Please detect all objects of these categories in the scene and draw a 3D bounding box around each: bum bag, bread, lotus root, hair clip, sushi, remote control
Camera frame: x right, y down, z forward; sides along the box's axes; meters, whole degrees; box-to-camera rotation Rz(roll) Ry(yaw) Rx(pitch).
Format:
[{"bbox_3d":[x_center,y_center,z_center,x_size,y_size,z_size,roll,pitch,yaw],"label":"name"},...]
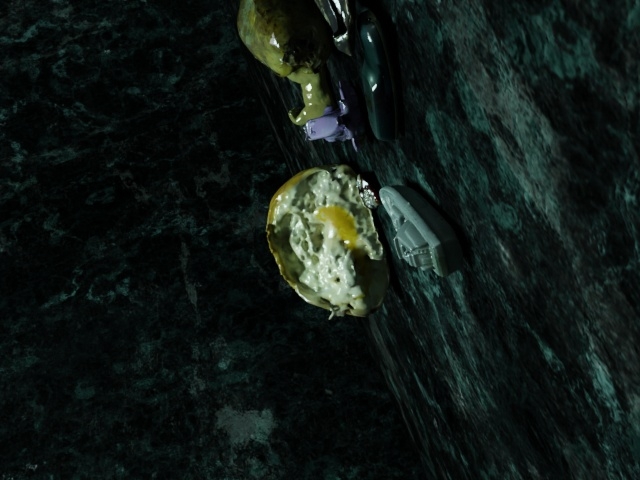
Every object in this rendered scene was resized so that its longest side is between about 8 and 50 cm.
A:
[{"bbox_3d":[0.020,-0.373,1.052,0.248,0.069,0.102,-107,25,-46],"label":"bum bag"},{"bbox_3d":[0.000,0.000,1.775,0.394,0.250,0.361,-137,27,-81],"label":"bread"},{"bbox_3d":[-0.070,-0.418,1.390,0.275,0.151,0.160,50,160,49],"label":"lotus root"},{"bbox_3d":[0.040,-0.237,1.384,0.278,0.090,0.137,-162,64,-74],"label":"hair clip"},{"bbox_3d":[0.107,-0.108,1.467,0.083,0.044,0.046,65,152,22],"label":"sushi"},{"bbox_3d":[0.086,-0.235,1.054,0.222,0.042,0.072,74,175,-50],"label":"remote control"}]

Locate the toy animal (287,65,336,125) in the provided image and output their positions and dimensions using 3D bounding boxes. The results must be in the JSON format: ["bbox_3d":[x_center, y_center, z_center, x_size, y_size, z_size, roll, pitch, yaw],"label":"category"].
[{"bbox_3d":[-0.018,-0.341,1.568,0.101,0.103,0.219,13,131,40],"label":"toy animal"}]

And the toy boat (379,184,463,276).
[{"bbox_3d":[0.139,-0.025,1.110,0.260,0.085,0.078,-119,9,-61],"label":"toy boat"}]
